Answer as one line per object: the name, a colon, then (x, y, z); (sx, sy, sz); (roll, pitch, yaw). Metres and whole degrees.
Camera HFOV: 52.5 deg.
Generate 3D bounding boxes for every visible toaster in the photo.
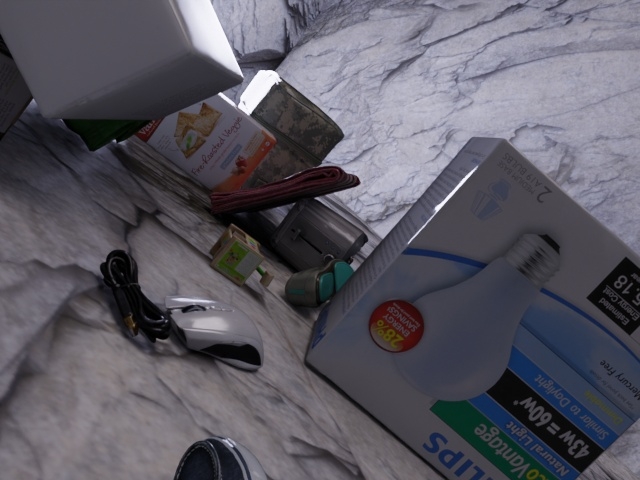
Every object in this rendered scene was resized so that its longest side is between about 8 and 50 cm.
toaster: (0.000, 0.000, 1.235); (0.146, 0.129, 0.227); (38, 10, 4)

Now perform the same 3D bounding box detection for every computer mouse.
computer mouse: (-0.117, 0.074, 0.629); (0.193, 0.042, 0.106); (31, 11, -46)

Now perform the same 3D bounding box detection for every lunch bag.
lunch bag: (-0.112, -0.232, 1.520); (0.212, 0.256, 0.305); (35, 11, -25)

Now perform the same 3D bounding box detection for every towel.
towel: (-0.051, -0.095, 1.227); (0.329, 0.237, 0.037); (-19, 96, -80)

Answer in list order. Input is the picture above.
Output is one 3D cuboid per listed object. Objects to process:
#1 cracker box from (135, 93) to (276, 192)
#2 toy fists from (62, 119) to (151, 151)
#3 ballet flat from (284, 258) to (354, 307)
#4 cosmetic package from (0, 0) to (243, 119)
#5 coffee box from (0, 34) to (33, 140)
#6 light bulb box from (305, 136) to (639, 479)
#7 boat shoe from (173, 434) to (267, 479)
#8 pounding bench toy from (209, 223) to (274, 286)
cracker box: (-0.222, -0.205, 1.233); (0.232, 0.156, 0.067); (37, 10, -19)
toy fists: (-0.341, -0.213, 0.965); (0.142, 0.096, 0.279); (54, 6, -12)
ballet flat: (0.000, 0.067, 1.054); (0.068, 0.072, 0.213); (-1, 0, 18)
cosmetic package: (-0.229, -0.278, 0.785); (0.453, 0.161, 0.230); (-96, 162, -80)
coffee box: (-0.406, -0.202, 0.604); (0.141, 0.098, 0.246); (47, 11, 36)
light bulb box: (0.231, 0.110, 0.871); (0.358, 0.361, 0.225); (40, 10, -2)
boat shoe: (-0.072, 0.153, 0.330); (0.083, 0.065, 0.183); (38, 10, -24)
pounding bench toy: (-0.104, 0.027, 0.894); (0.083, 0.052, 0.065); (37, 8, -19)
